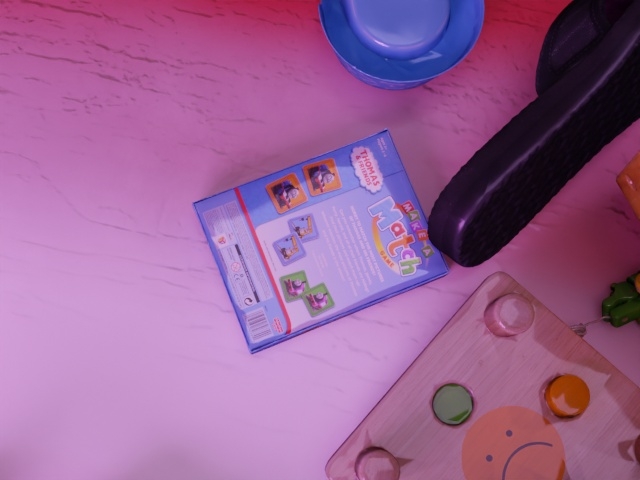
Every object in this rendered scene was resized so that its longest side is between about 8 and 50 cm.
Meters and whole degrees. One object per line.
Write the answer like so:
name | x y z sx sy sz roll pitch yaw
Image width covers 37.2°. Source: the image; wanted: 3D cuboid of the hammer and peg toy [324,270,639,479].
hammer and peg toy | 0.145 0.244 0.863 0.266 0.127 0.361 41 83 5

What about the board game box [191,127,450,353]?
board game box | 0.000 0.000 0.947 0.211 0.039 0.160 -21 81 -5

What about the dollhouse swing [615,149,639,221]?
dollhouse swing | 0.481 0.010 0.798 0.304 0.315 0.347 -29 80 6

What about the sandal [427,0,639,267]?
sandal | 0.253 -0.164 0.930 0.445 0.168 0.107 -42 61 -11

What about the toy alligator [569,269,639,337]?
toy alligator | 0.315 0.054 0.945 0.189 0.056 0.051 -18 38 -4

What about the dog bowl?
dog bowl | 0.067 -0.293 0.988 0.165 0.074 0.297 -10 79 -4
